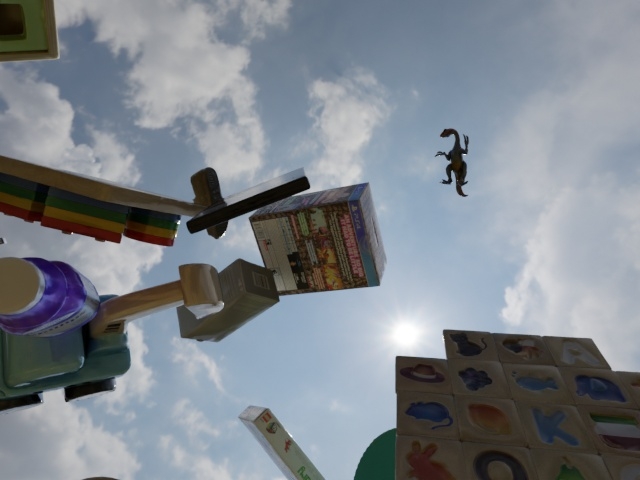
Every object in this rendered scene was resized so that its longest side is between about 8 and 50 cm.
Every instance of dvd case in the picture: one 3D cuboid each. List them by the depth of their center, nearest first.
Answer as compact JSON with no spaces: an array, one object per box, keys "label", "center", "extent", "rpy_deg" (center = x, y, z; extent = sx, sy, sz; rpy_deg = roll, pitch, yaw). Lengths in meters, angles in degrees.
[{"label":"dvd case","center":[-0.106,-0.073,0.737],"extent":[0.181,0.253,0.022],"rpy_deg":[-21,-78,1]}]

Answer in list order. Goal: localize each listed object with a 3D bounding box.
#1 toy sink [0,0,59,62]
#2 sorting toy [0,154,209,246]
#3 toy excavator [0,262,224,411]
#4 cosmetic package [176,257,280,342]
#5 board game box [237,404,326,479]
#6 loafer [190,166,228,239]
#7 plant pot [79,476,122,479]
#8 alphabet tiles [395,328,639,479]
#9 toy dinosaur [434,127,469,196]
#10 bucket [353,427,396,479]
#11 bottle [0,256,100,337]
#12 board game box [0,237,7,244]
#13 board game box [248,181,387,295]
[{"label":"toy sink","center":[-0.570,-0.383,0.726],"extent":[0.234,0.131,0.153],"rpy_deg":[-19,-21,-34]},{"label":"sorting toy","center":[-0.364,-0.055,0.743],"extent":[0.256,0.257,0.089],"rpy_deg":[15,-89,18]},{"label":"toy excavator","center":[-0.451,0.180,0.894],"extent":[0.433,0.222,0.445],"rpy_deg":[-4,-20,-31]},{"label":"cosmetic package","center":[-0.233,0.157,1.121],"extent":[0.238,0.107,0.127],"rpy_deg":[-32,-33,23]},{"label":"board game box","center":[-0.082,0.558,1.153],"extent":[0.053,0.193,0.305],"rpy_deg":[-38,-91,-27]},{"label":"loafer","center":[-0.225,-0.075,0.913],"extent":[0.050,0.056,0.147],"rpy_deg":[1,-73,24]},{"label":"plant pot","center":[-0.080,0.212,0.152],"extent":[0.236,0.236,0.032],"rpy_deg":[-45,-42,18]},{"label":"alphabet tiles","center":[0.209,0.184,0.390],"extent":[0.285,0.342,0.011],"rpy_deg":[1,-66,9]},{"label":"toy dinosaur","center":[0.194,-0.120,0.662],"extent":[0.047,0.082,0.090],"rpy_deg":[1,-23,19]},{"label":"bucket","center":[0.207,0.499,0.858],"extent":[0.183,0.281,0.281],"rpy_deg":[33,-68,-35]},{"label":"bottle","center":[-0.397,0.082,0.644],"extent":[0.118,0.283,0.092],"rpy_deg":[-26,-94,-22]},{"label":"board game box","center":[-0.916,0.013,1.235],"extent":[0.090,0.090,0.020],"rpy_deg":[-20,-79,-29]},{"label":"board game box","center":[0.000,0.000,1.164],"extent":[0.291,0.141,0.232],"rpy_deg":[-7,-68,19]}]
